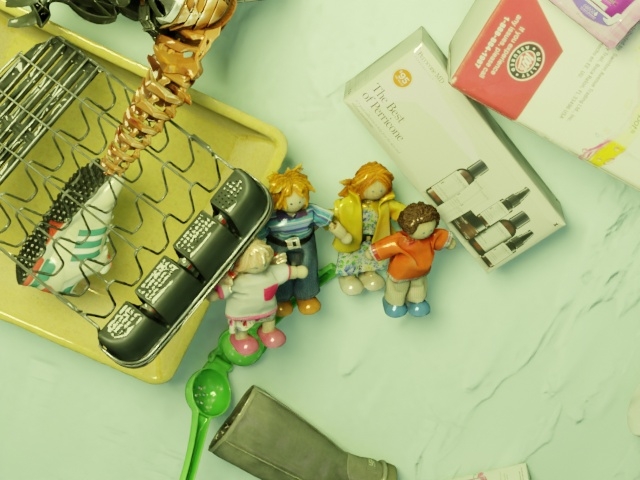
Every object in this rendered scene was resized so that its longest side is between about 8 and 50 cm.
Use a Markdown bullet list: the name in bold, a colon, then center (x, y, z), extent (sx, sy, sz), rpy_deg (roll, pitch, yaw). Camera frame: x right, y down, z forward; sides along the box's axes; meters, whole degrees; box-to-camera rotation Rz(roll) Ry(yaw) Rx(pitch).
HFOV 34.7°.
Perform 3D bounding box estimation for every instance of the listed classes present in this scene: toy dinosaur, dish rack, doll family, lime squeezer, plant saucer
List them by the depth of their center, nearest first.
- **toy dinosaur**: center (-0.142, -0.225, 0.863), extent (0.218, 0.321, 0.164), rpy_deg (13, 151, -15)
- **dish rack**: center (-0.204, -0.044, 0.914), extent (0.271, 0.074, 0.208), rpy_deg (37, 80, 11)
- **doll family**: center (0.000, 0.000, 1.019), extent (0.263, 0.118, 0.163), rpy_deg (-13, 133, -17)
- **plant saucer**: center (-0.242, -0.052, 1.051), extent (0.333, 0.081, 0.332), rpy_deg (25, 116, -7)
- **lime squeezer**: center (-0.096, 0.142, 1.129), extent (0.059, 0.110, 0.310), rpy_deg (35, 83, -15)

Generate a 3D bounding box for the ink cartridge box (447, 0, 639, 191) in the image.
- **ink cartridge box**: center (0.299, -0.176, 0.918), extent (0.306, 0.131, 0.226), rpy_deg (28, 115, -10)

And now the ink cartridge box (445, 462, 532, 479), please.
- **ink cartridge box**: center (0.198, 0.325, 1.222), extent (0.122, 0.052, 0.088), rpy_deg (-15, 115, 13)

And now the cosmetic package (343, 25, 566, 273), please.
- **cosmetic package**: center (0.134, -0.086, 1.016), extent (0.099, 0.060, 0.239), rpy_deg (-36, 109, 19)

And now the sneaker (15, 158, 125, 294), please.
- **sneaker**: center (-0.228, -0.008, 1.006), extent (0.075, 0.057, 0.161), rpy_deg (28, 110, -37)

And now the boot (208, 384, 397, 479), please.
- **boot**: center (-0.038, 0.288, 1.210), extent (0.209, 0.076, 0.189), rpy_deg (26, 102, -16)

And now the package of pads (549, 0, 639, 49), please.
- **package of pads**: center (0.219, -0.199, 0.825), extent (0.083, 0.032, 0.050), rpy_deg (35, 116, -10)

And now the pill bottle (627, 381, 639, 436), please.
- **pill bottle**: center (0.436, 0.208, 1.115), extent (0.184, 0.103, 0.103), rpy_deg (21, 116, -6)
